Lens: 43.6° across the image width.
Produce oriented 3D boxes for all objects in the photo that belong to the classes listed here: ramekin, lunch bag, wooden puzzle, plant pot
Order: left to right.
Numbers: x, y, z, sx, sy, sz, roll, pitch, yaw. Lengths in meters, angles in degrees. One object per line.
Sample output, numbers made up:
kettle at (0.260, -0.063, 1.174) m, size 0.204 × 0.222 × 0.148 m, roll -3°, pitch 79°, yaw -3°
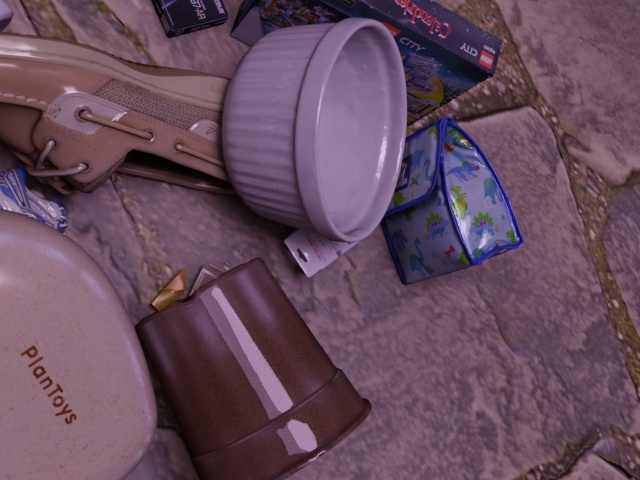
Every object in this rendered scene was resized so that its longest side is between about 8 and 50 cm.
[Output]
wooden puzzle at (-0.100, 0.067, 0.776) m, size 0.116 × 0.014 × 0.078 m, roll 36°, pitch 70°, yaw -15°
plant pot at (-0.067, 0.113, 0.696) m, size 0.167 × 0.167 × 0.165 m, roll -29°, pitch 91°, yaw -28°
ramekin at (-0.004, -0.106, 0.758) m, size 0.207 × 0.109 × 0.207 m, roll -32°, pitch 127°, yaw -58°
lunch bag at (0.121, -0.041, 0.840) m, size 0.096 × 0.129 × 0.151 m, roll -18°, pitch 88°, yaw -31°

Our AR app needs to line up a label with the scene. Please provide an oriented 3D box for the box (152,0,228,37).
box at (-0.141, -0.256, 0.820) m, size 0.067 × 0.018 × 0.083 m, roll -23°, pitch 89°, yaw -27°

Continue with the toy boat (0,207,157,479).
toy boat at (-0.294, 0.121, 0.600) m, size 0.318 × 0.148 × 0.267 m, roll -29°, pitch 109°, yaw -31°

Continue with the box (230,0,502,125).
box at (0.043, -0.208, 0.820) m, size 0.233 × 0.159 × 0.044 m, roll 23°, pitch 69°, yaw -20°

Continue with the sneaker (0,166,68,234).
sneaker at (-0.241, -0.009, 0.702) m, size 0.058 × 0.052 × 0.135 m, roll -42°, pitch 100°, yaw -34°

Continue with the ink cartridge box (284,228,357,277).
ink cartridge box at (0.000, 0.000, 0.828) m, size 0.083 × 0.028 × 0.048 m, roll -35°, pitch 95°, yaw -28°

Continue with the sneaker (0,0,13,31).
sneaker at (-0.392, -0.205, 0.641) m, size 0.256 × 0.094 × 0.151 m, roll -21°, pitch 95°, yaw -25°

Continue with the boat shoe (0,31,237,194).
boat shoe at (-0.203, -0.097, 0.684) m, size 0.341 × 0.122 × 0.110 m, roll 2°, pitch 85°, yaw -35°
